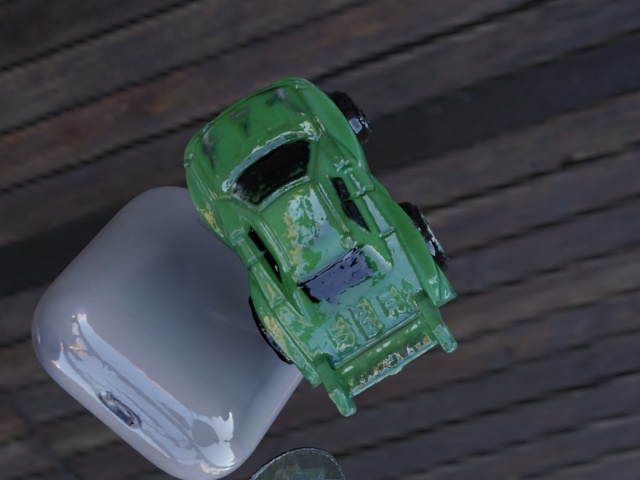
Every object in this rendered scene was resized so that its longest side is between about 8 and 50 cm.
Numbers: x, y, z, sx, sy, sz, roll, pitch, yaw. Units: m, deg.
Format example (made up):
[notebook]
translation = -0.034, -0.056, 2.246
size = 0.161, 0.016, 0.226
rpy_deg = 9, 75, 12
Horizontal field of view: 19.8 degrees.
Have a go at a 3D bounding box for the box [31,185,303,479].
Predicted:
[box]
translation = -0.154, 0.099, 2.076
size = 0.288, 0.349, 0.141
rpy_deg = 39, 125, -2

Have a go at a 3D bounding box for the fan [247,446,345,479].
[fan]
translation = -0.019, 0.274, 1.737
size = 0.294, 0.012, 0.223
rpy_deg = -27, 132, -37

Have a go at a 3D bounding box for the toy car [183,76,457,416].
[toy car]
translation = 0.000, 0.000, 1.951
size = 0.213, 0.359, 0.176
rpy_deg = -31, 172, 5
